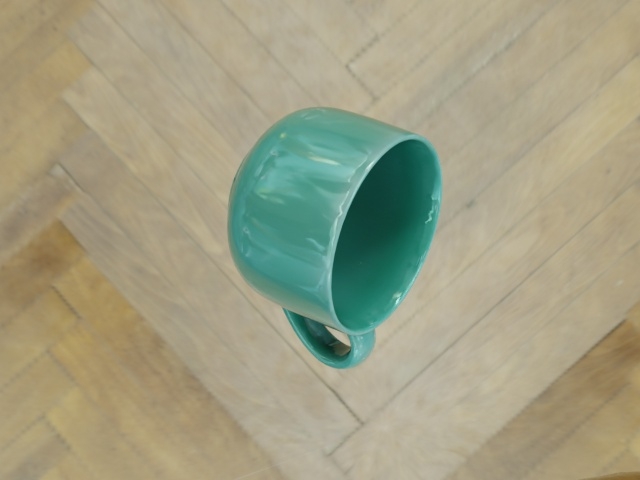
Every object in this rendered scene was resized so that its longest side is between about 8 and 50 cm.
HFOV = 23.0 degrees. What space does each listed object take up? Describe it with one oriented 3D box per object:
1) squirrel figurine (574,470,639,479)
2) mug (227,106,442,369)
[{"bbox_3d":[0.302,0.123,0.471,0.397,0.370,0.281,-8,64,-19],"label":"squirrel figurine"},{"bbox_3d":[-0.002,-0.005,0.983,0.097,0.129,0.158,22,92,28],"label":"mug"}]
